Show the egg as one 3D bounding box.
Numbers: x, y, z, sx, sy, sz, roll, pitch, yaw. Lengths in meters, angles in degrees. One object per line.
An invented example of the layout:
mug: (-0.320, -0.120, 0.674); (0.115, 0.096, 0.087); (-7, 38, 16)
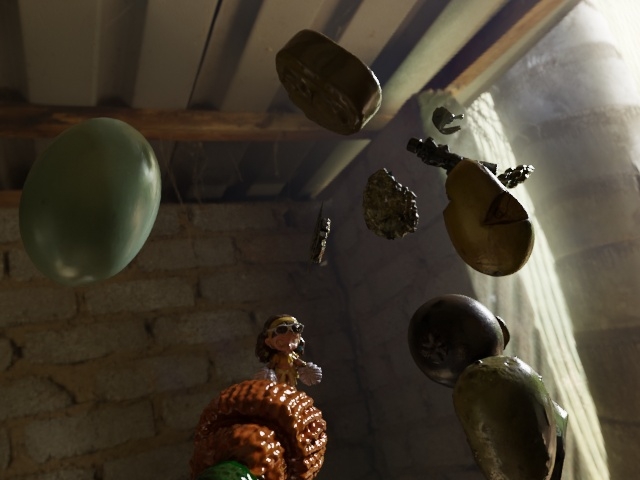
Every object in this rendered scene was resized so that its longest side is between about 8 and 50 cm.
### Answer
egg: (-0.371, -0.062, 0.886); (0.203, 0.282, 0.203); (18, -2, 1)

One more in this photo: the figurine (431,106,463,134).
figurine: (0.402, -0.379, 1.733); (0.086, 0.082, 0.094); (1, 2, -34)

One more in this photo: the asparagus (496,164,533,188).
asparagus: (0.669, -0.216, 1.916); (0.287, 0.080, 0.080); (-25, -10, -33)

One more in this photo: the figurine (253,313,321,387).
figurine: (-0.096, 0.309, 1.398); (0.175, 0.239, 0.116); (-3, 2, -21)

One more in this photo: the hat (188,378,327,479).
hat: (-0.155, 0.463, 1.063); (0.285, 0.285, 0.400); (-21, 9, 20)

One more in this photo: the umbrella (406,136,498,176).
umbrella: (0.309, -0.184, 1.301); (0.224, 0.080, 0.071); (27, -42, 11)

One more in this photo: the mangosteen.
mangosteen: (0.453, 0.318, 1.774); (0.307, 0.306, 0.347); (-29, -15, 38)

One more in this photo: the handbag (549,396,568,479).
handbag: (0.691, 0.599, 1.785); (0.152, 0.288, 0.342); (-27, 21, 41)

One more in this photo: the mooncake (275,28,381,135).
mooncake: (0.012, -0.319, 1.152); (0.117, 0.235, 0.235); (-51, -14, -12)

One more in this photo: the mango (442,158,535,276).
mango: (0.352, -0.047, 1.166); (0.167, 0.261, 0.130); (-37, -7, 41)

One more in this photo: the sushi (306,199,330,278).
sushi: (0.000, 0.000, 1.895); (0.043, 0.279, 0.192); (14, -61, -5)

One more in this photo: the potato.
potato: (0.398, 0.391, 1.160); (0.210, 0.307, 0.173); (-18, 4, -39)

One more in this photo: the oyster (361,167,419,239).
oyster: (0.248, -0.130, 1.944); (0.198, 0.259, 0.092); (-12, -1, -10)
